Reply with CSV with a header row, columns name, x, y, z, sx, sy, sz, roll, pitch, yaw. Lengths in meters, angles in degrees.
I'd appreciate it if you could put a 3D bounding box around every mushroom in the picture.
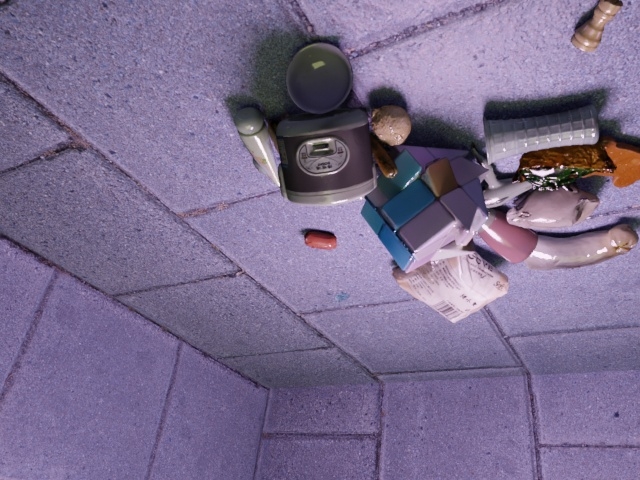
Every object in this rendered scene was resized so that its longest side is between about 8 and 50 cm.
name,x,y,z,sx,sy,sz,roll,pitch,yaw
mushroom,0.963,0.026,2.027,0.397,0.126,0.177,-7,137,28

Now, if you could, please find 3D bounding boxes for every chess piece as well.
name,x,y,z,sx,sy,sz,roll,pitch,yaw
chess piece,0.658,-0.518,1.289,0.066,0.066,0.122,11,143,-5

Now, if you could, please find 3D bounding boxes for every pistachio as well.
name,x,y,z,sx,sy,sz,roll,pitch,yaw
pistachio,-0.087,-0.310,1.725,0.130,0.131,0.206,-22,129,27

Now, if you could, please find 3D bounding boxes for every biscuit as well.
name,x,y,z,sx,sy,sz,roll,pitch,yaw
biscuit,0.959,-0.239,1.672,0.324,0.049,0.205,9,149,0

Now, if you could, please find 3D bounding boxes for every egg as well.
name,x,y,z,sx,sy,sz,roll,pitch,yaw
egg,0.210,-0.345,1.610,0.118,0.116,0.140,29,173,42

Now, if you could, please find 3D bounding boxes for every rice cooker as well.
name,x,y,z,sx,sy,sz,roll,pitch,yaw
rice cooker,0.014,-0.235,1.577,0.288,0.288,0.277,-2,110,15

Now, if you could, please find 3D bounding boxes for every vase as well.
name,x,y,z,sx,sy,sz,roll,pitch,yaw
vase,0.629,-0.312,1.561,0.299,0.143,0.143,-7,145,17

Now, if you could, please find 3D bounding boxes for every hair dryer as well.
name,x,y,z,sx,sy,sz,roll,pitch,yaw
hair dryer,0.612,-0.222,1.771,0.229,0.092,0.267,-8,136,11

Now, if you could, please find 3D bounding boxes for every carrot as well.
name,x,y,z,sx,sy,sz,roll,pitch,yaw
carrot,0.158,-0.290,1.629,0.049,0.254,0.049,-28,163,-9

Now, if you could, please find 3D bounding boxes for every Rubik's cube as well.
name,x,y,z,sx,sy,sz,roll,pitch,yaw
Rubik's cube,0.339,-0.103,1.732,0.368,0.387,0.358,-27,160,-23

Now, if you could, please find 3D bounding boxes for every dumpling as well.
name,x,y,z,sx,sy,sz,roll,pitch,yaw
dumpling,0.785,-0.117,1.839,0.293,0.163,0.204,-14,176,28

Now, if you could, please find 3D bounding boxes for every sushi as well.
name,x,y,z,sx,sy,sz,roll,pitch,yaw
sushi,0.733,-0.223,1.640,0.287,0.140,0.149,4,170,27

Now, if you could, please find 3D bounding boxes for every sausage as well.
name,x,y,z,sx,sy,sz,roll,pitch,yaw
sausage,0.000,0.000,2.247,0.141,0.076,0.076,8,148,-1

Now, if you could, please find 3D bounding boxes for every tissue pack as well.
name,x,y,z,sx,sy,sz,roll,pitch,yaw
tissue pack,0.533,0.159,2.246,0.376,0.195,0.390,36,139,-12

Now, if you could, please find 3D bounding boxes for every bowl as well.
name,x,y,z,sx,sy,sz,roll,pitch,yaw
bowl,0.006,-0.445,1.502,0.189,0.189,0.086,-1,-172,14

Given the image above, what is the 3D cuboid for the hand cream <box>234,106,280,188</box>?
name,x,y,z,sx,sy,sz,roll,pitch,yaw
hand cream,-0.198,-0.304,1.786,0.093,0.147,0.306,-35,144,-10

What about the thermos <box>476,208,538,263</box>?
name,x,y,z,sx,sy,sz,roll,pitch,yaw
thermos,0.640,-0.040,1.992,0.265,0.146,0.176,31,161,-16
